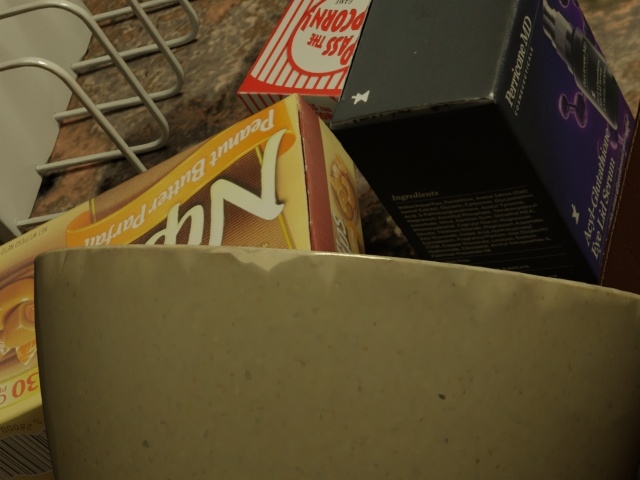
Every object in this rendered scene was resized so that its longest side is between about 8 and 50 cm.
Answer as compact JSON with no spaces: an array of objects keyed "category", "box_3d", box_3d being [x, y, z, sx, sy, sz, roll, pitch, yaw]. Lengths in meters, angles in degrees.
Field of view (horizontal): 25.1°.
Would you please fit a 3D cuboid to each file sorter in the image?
[{"category":"file sorter","box_3d":[-0.221,-0.175,1.235,0.173,0.193,0.278,-10,49,24]}]

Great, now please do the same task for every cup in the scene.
[{"category":"cup","box_3d":[0.006,0.141,0.743,0.331,0.331,0.237,1,82,35]}]

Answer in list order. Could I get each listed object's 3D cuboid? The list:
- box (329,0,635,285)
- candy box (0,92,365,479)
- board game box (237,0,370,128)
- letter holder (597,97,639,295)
[{"category":"box","box_3d":[0.111,-0.068,0.895,0.108,0.207,0.153,-6,50,31]},{"category":"candy box","box_3d":[-0.122,0.043,1.038,0.316,0.087,0.183,-25,44,19]},{"category":"board game box","box_3d":[0.039,-0.176,1.162,0.146,0.045,0.193,6,58,38]},{"category":"letter holder","box_3d":[0.268,0.075,0.726,0.152,0.214,0.302,-5,42,-11]}]
